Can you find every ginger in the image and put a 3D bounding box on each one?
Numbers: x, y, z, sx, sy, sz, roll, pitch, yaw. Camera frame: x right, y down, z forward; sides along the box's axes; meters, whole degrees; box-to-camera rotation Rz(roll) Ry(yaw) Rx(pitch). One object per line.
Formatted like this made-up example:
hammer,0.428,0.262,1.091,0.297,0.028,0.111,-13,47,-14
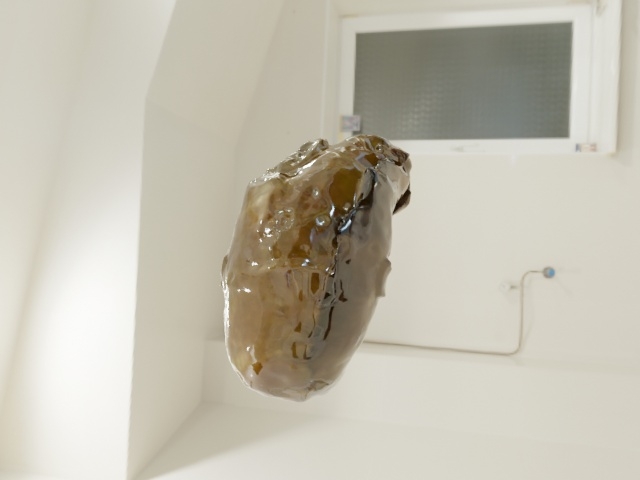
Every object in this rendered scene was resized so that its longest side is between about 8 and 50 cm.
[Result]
ginger,0.000,0.000,0.552,0.172,0.165,0.321,46,-119,-36
